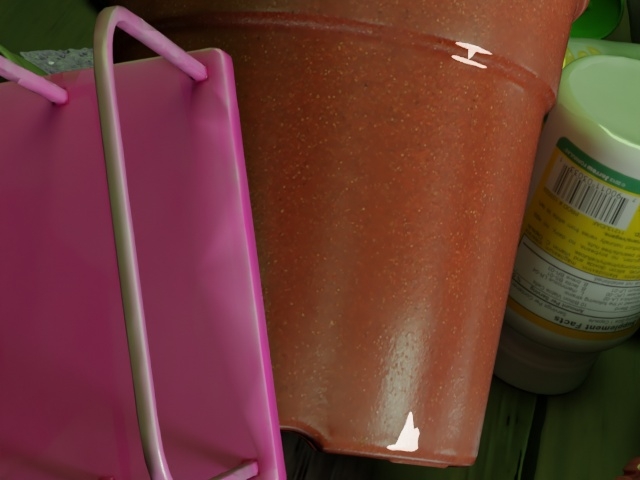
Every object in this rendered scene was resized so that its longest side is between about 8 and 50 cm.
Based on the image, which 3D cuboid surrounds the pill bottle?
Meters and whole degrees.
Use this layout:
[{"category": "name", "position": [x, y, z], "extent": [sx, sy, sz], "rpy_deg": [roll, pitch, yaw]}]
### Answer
[{"category": "pill bottle", "position": [0.168, -0.003, 0.950], "extent": [0.117, 0.208, 0.117], "rpy_deg": [12, 37, -9]}]

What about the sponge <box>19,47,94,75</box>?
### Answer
[{"category": "sponge", "position": [-0.125, -0.070, 1.051], "extent": [0.117, 0.031, 0.210], "rpy_deg": [-8, 45, -32]}]

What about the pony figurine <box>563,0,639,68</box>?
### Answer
[{"category": "pony figurine", "position": [0.318, -0.198, 1.179], "extent": [0.363, 0.303, 0.351], "rpy_deg": [21, 65, -39]}]

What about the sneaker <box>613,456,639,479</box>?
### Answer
[{"category": "sneaker", "position": [0.256, 0.149, 0.883], "extent": [0.112, 0.121, 0.299], "rpy_deg": [51, 46, -9]}]

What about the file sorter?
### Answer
[{"category": "file sorter", "position": [-0.184, 0.027, 0.618], "extent": [0.290, 0.202, 0.182], "rpy_deg": [-8, -5, 9]}]

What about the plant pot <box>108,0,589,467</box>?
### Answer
[{"category": "plant pot", "position": [-0.002, -0.020, 0.801], "extent": [0.272, 0.272, 0.265], "rpy_deg": [8, 82, -15]}]

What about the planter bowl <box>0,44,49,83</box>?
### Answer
[{"category": "planter bowl", "position": [-0.190, -0.031, 0.889], "extent": [0.109, 0.162, 0.162], "rpy_deg": [17, 26, -52]}]

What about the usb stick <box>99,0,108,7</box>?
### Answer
[{"category": "usb stick", "position": [-0.080, -0.143, 1.154], "extent": [0.077, 0.045, 0.278], "rpy_deg": [-25, 55, -35]}]

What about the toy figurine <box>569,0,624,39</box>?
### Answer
[{"category": "toy figurine", "position": [0.230, -0.280, 1.427], "extent": [0.173, 0.130, 0.159], "rpy_deg": [44, 29, -3]}]
